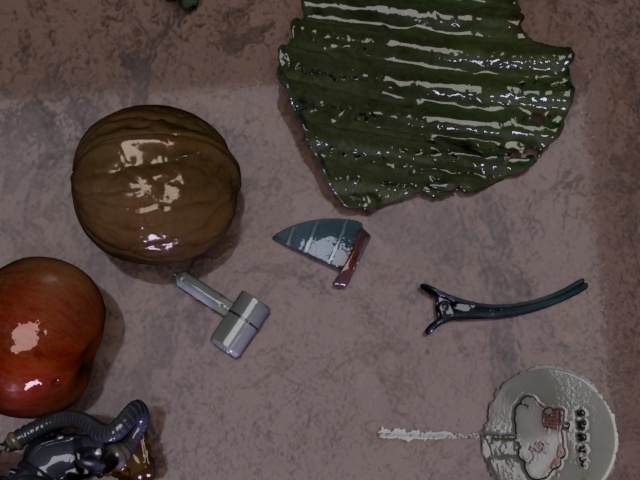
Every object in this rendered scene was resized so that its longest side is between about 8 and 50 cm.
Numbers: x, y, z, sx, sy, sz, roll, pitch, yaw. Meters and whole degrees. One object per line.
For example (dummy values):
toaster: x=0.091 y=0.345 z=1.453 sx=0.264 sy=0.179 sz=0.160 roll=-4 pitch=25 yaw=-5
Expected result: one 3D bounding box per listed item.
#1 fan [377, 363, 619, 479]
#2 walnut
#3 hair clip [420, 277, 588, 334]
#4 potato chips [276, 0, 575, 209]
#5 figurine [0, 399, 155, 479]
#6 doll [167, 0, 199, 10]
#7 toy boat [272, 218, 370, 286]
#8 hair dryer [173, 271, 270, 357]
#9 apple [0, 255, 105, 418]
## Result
fan: x=0.239 y=0.262 z=1.845 sx=0.329 sy=0.009 sz=0.190 roll=0 pitch=83 yaw=-4
walnut: x=-0.213 y=-0.073 z=1.788 sx=0.228 sy=0.228 sz=0.228 roll=0 pitch=81 yaw=-2
hair clip: x=0.252 y=0.084 z=1.865 sx=0.230 sy=0.039 sz=0.070 roll=-5 pitch=82 yaw=-7
potato chips: x=0.135 y=-0.241 z=1.876 sx=0.389 sy=0.097 sz=0.373 roll=-18 pitch=81 yaw=-5
figurine: x=-0.396 y=0.332 z=1.706 sx=0.382 sy=0.261 sz=0.186 roll=-14 pitch=71 yaw=-26
doll: x=-0.185 y=-0.398 z=1.902 sx=0.115 sy=0.077 sz=0.150 roll=18 pitch=85 yaw=-44
toy boat: x=-0.001 y=0.000 z=1.867 sx=0.122 sy=0.034 sz=0.096 roll=26 pitch=76 yaw=4
hair dryer: x=-0.145 y=0.088 z=1.846 sx=0.137 sy=0.047 sz=0.082 roll=34 pitch=83 yaw=9
apple: x=-0.362 y=0.123 z=1.758 sx=0.164 sy=0.209 sz=0.209 roll=16 pitch=81 yaw=8
